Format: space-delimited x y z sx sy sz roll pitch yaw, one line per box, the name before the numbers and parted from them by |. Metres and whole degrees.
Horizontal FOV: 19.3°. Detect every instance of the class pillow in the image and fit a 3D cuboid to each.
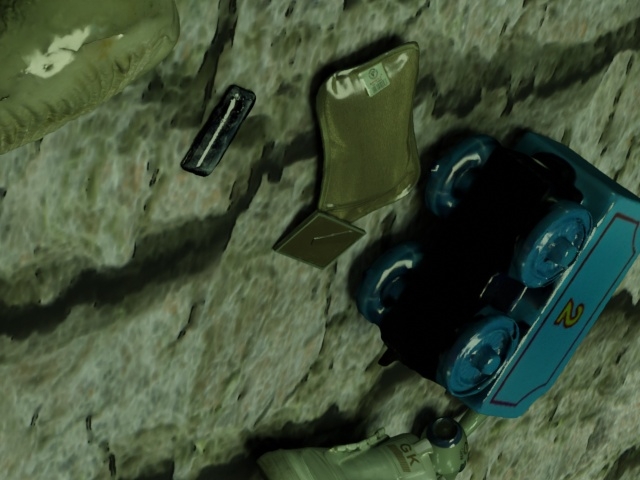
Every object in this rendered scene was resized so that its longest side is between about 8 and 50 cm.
pillow | 0.048 -0.101 1.881 0.130 0.033 0.217 -25 142 -20

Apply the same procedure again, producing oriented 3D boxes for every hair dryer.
hair dryer | 0.185 0.241 2.342 0.199 0.067 0.167 -37 155 -38

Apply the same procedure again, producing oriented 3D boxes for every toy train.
toy train | 0.198 0.041 2.044 0.265 0.188 0.300 13 112 -55

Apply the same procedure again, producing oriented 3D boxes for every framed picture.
framed picture | 0.000 0.000 1.936 0.066 0.006 0.089 -41 147 20

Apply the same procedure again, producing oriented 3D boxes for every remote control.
remote control | -0.093 -0.100 1.758 0.039 0.014 0.096 18 109 -51

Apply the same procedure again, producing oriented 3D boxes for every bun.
bun | -0.222 -0.160 1.444 0.239 0.141 0.239 -30 -179 0

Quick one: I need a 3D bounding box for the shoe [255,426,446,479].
shoe | 0.057 0.277 2.156 0.159 0.124 0.316 -38 151 7
